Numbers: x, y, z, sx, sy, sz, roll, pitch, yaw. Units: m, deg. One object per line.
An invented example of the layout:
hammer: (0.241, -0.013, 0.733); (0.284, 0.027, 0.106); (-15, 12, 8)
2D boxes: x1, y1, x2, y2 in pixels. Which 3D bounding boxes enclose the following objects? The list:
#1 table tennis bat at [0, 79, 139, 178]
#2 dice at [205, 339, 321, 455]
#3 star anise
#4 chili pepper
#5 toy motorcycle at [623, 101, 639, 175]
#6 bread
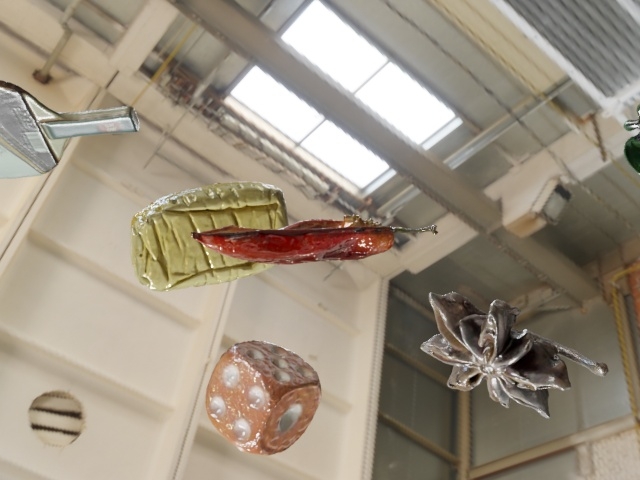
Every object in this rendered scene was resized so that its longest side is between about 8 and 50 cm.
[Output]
table tennis bat: (-0.391, -0.148, 0.942); (0.301, 0.173, 0.022); (-3, -129, 4)
dice: (-0.120, 0.321, 1.459); (0.179, 0.174, 0.175); (31, -164, 31)
star anise: (0.240, 0.145, 0.911); (0.231, 0.209, 0.089); (18, -126, 19)
chili pepper: (0.000, 0.000, 0.710); (0.268, 0.050, 0.059); (-5, -159, -27)
toy motorcycle: (0.451, -0.138, 0.843); (0.125, 0.187, 0.275); (47, -153, 6)
bread: (-0.161, -0.009, 1.032); (0.236, 0.106, 0.140); (-12, -74, -20)
